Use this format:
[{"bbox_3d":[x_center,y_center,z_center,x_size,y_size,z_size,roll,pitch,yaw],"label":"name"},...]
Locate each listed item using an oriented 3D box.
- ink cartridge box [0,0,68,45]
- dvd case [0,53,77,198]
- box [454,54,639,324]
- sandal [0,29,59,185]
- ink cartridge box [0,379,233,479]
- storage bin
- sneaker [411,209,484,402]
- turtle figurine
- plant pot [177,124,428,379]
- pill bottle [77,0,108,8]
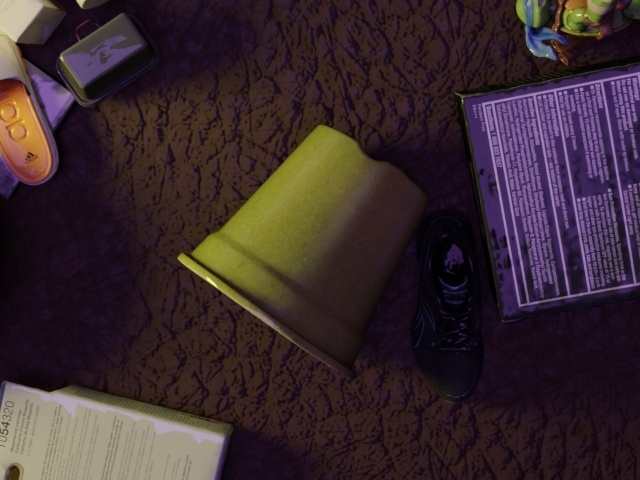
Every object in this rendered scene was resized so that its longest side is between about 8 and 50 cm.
[{"bbox_3d":[-0.445,-0.349,1.547,0.198,0.115,0.067,40,98,-1],"label":"ink cartridge box"},{"bbox_3d":[-0.480,-0.198,1.611,0.239,0.029,0.179,36,98,-2],"label":"dvd case"},{"bbox_3d":[0.346,-0.074,1.500,0.294,0.183,0.296,-10,98,6],"label":"box"},{"bbox_3d":[-0.434,-0.197,1.555,0.102,0.076,0.265,-29,94,5],"label":"sandal"},{"bbox_3d":[-0.317,0.381,1.655,0.330,0.071,0.324,14,98,5],"label":"ink cartridge box"},{"bbox_3d":[-0.290,-0.253,1.550,0.135,0.091,0.098,-35,93,-6],"label":"storage bin"},{"bbox_3d":[0.170,0.096,1.572,0.101,0.106,0.267,-6,98,3],"label":"sneaker"},{"bbox_3d":[0.389,-0.354,1.457,0.266,0.198,0.274,2,101,-1],"label":"turtle figurine"},{"bbox_3d":[0.000,0.000,1.509,0.276,0.276,0.254,36,87,-1],"label":"plant pot"},{"bbox_3d":[-0.345,-0.469,1.493,0.181,0.181,0.323,-33,94,7],"label":"pill bottle"}]
